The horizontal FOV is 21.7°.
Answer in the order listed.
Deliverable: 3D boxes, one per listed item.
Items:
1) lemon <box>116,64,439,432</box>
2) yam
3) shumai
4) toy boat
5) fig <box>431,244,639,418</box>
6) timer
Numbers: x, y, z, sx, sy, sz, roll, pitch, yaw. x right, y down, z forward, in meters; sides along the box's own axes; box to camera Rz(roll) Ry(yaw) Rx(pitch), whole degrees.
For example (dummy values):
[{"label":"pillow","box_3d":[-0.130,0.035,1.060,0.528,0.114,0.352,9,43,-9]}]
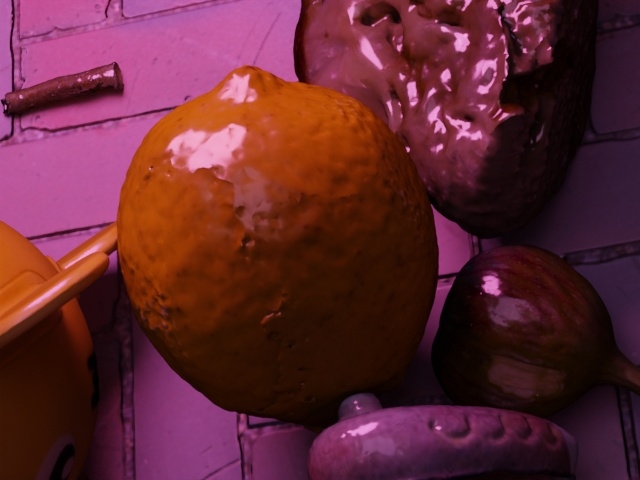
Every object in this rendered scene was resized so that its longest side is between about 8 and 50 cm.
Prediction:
[{"label":"lemon","box_3d":[-0.032,0.012,1.330,0.254,0.253,0.310,-13,106,12]},{"label":"yam","box_3d":[-0.259,-0.146,1.649,0.129,0.027,0.033,-15,64,12]},{"label":"shumai","box_3d":[0.091,-0.181,1.450,0.283,0.217,0.346,11,75,20]},{"label":"toy boat","box_3d":[0.089,0.162,1.300,0.155,0.227,0.085,-30,62,47]},{"label":"fig","box_3d":[0.211,0.104,1.356,0.245,0.149,0.149,26,78,12]},{"label":"timer","box_3d":[-0.315,0.108,1.386,0.387,0.376,0.376,-32,63,3]}]
